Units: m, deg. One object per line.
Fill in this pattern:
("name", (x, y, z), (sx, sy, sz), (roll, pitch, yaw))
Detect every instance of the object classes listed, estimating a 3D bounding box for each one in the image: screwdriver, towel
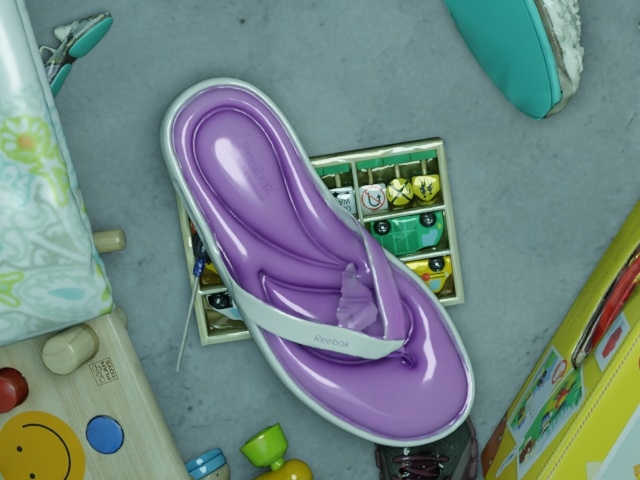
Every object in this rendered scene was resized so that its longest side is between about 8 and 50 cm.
("screwdriver", (-0.125, 0.047, 1.383), (0.025, 0.024, 0.170), (12, 99, -32))
("towel", (-0.376, -0.064, 1.195), (0.320, 0.090, 0.374), (-15, 109, -2))

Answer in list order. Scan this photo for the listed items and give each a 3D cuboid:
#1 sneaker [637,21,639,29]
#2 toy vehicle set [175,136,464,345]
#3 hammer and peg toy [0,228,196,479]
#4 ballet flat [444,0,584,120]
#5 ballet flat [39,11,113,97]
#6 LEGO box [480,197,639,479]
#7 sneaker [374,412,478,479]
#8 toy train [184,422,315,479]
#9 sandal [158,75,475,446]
("sneaker", (0.374, -0.154, 1.379), (0.086, 0.064, 0.192), (-25, 105, 18))
("toy vehicle set", (0.000, 0.000, 1.409), (0.267, 0.035, 0.166), (-9, 101, 1))
("hammer and peg toy", (-0.278, 0.152, 1.355), (0.266, 0.127, 0.361), (-20, 96, 19))
("ballet flat", (0.149, -0.311, 1.311), (0.147, 0.147, 0.409), (-33, 99, 5))
("ballet flat", (-0.248, -0.182, 1.371), (0.041, 0.041, 0.114), (39, 97, -7))
("LEGO box", (0.437, 0.121, 1.325), (0.372, 0.193, 0.500), (26, 107, -7))
("sneaker", (0.111, 0.281, 1.399), (0.106, 0.162, 0.281), (-2, 101, -1))
("toy train", (-0.024, 0.240, 1.396), (0.248, 0.105, 0.143), (-32, 86, 27))
("sandal", (-0.008, 0.033, 1.328), (0.169, 0.102, 0.416), (-41, 97, -8))
